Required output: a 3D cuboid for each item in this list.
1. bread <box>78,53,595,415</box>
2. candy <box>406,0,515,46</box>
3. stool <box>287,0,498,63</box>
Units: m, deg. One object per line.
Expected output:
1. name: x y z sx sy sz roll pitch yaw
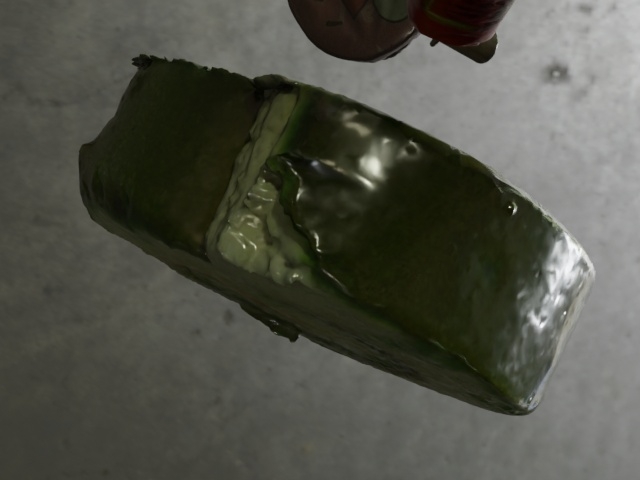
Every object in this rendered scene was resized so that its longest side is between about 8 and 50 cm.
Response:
1. bread: 0.000 0.000 1.004 0.129 0.366 0.382 -64 171 -8
2. candy: 0.086 -0.162 0.764 0.059 0.292 0.086 15 78 -3
3. stool: 0.104 -0.337 1.730 0.178 0.272 0.272 5 99 -45
